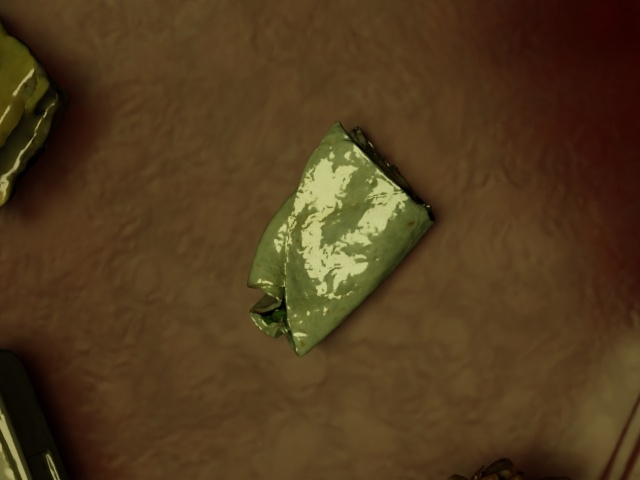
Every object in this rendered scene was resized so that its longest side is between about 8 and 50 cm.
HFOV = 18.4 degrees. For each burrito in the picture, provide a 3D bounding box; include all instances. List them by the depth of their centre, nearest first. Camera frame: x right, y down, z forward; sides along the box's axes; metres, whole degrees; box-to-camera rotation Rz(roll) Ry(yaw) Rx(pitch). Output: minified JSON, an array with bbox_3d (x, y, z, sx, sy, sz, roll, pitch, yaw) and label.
[{"bbox_3d":[0.003,0.002,1.059,0.074,0.044,0.118,40,98,5],"label":"burrito"}]

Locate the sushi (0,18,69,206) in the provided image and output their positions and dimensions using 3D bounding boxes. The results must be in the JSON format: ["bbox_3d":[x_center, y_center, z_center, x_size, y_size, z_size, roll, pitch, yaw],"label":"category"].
[{"bbox_3d":[-0.261,-0.135,1.062,0.291,0.131,0.139,36,89,-2],"label":"sushi"}]

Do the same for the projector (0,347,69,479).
[{"bbox_3d":[-0.213,0.210,1.094,0.194,0.088,0.269,-20,87,14],"label":"projector"}]

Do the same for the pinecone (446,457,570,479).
[{"bbox_3d":[0.096,0.196,0.997,0.174,0.173,0.173,1,92,13],"label":"pinecone"}]
